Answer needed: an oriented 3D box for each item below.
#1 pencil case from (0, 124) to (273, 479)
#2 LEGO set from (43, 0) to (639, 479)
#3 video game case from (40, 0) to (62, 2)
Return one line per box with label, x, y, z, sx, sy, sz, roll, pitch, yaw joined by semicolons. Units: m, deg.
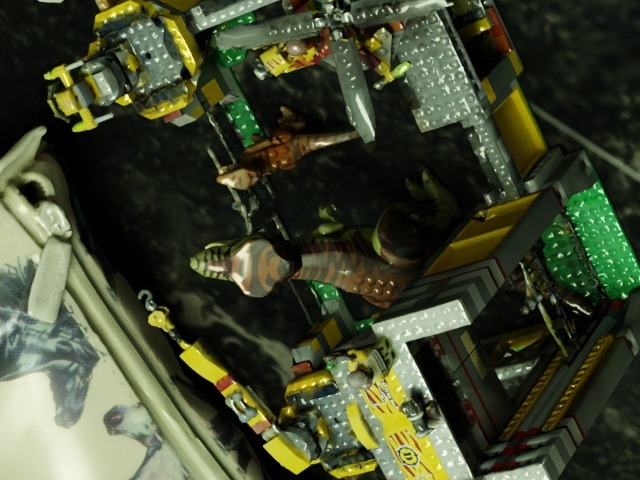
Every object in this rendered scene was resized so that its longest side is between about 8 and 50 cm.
pencil case;-0.101;0.140;1.037;0.410;0.160;0.183;53;146;-6
LEGO set;0.000;0.000;0.881;0.255;0.192;0.331;-8;112;32
video game case;-0.126;-0.218;0.882;0.143;0.019;0.157;-53;51;43
